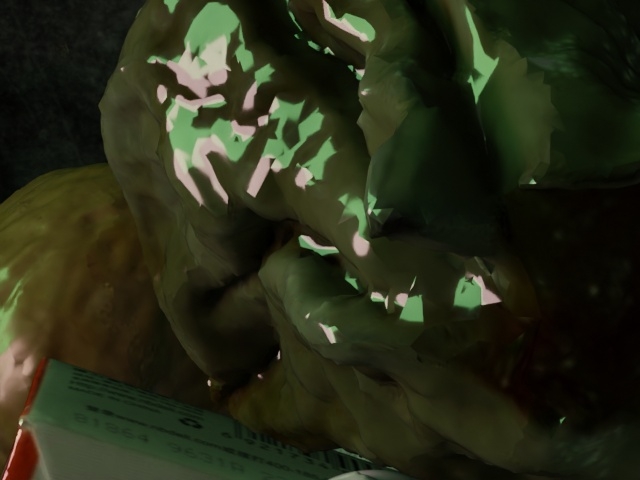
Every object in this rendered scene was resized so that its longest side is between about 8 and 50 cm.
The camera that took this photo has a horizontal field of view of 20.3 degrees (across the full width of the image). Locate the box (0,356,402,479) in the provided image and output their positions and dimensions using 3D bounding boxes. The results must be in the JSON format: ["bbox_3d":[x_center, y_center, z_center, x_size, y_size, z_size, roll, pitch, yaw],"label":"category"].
[{"bbox_3d":[-0.048,0.138,0.707,0.099,0.182,0.133,-104,31,-77],"label":"box"}]

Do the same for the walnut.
[{"bbox_3d":[-0.171,0.093,1.368,0.333,0.332,0.333,-160,90,-83],"label":"walnut"}]

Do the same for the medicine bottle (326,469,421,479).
[{"bbox_3d":[0.007,0.156,0.480,0.219,0.115,0.078,-79,10,-53],"label":"medicine bottle"}]

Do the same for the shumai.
[{"bbox_3d":[0.024,-0.016,0.478,0.218,0.184,0.185,-21,9,20],"label":"shumai"}]
